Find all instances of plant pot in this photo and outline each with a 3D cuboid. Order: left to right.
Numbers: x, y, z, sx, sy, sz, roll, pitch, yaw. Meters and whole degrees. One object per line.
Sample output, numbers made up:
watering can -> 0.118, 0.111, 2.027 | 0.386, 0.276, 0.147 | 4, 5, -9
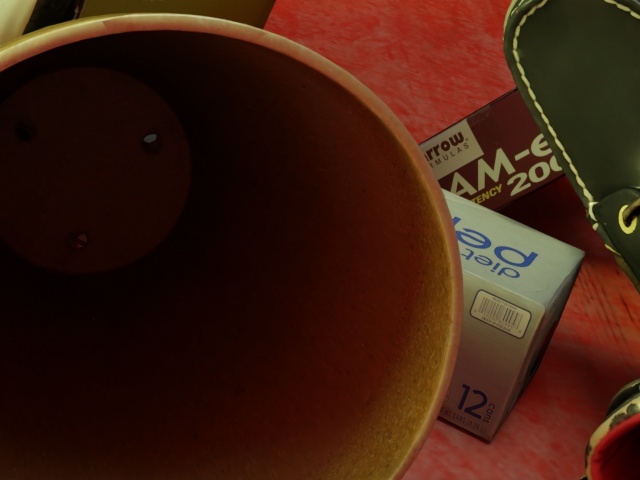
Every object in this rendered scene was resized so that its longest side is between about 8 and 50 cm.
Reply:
plant pot -> -0.091, 0.001, 0.573 | 0.237, 0.237, 0.254 | 8, 15, -18

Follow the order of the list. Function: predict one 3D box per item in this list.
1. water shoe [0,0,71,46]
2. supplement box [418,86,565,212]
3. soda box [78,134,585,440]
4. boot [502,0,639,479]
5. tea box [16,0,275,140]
water shoe -> -0.202, -0.099, 0.685 | 0.080, 0.203, 0.073 | 35, 17, 1
supplement box -> 0.169, -0.086, 0.954 | 0.239, 0.130, 0.073 | -28, 89, -55
soda box -> 0.000, 0.000, 0.740 | 0.286, 0.091, 0.098 | 25, 27, 16
boot -> 0.198, 0.033, 0.636 | 0.377, 0.138, 0.284 | 54, 35, -3
tea box -> -0.192, -0.257, 0.815 | 0.329, 0.323, 0.220 | 39, 31, 17
